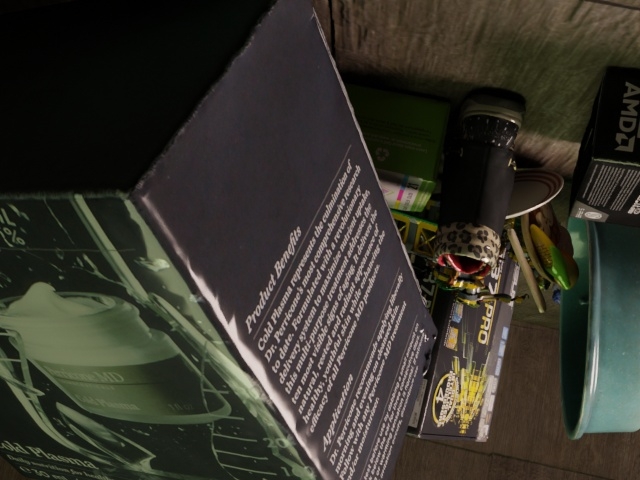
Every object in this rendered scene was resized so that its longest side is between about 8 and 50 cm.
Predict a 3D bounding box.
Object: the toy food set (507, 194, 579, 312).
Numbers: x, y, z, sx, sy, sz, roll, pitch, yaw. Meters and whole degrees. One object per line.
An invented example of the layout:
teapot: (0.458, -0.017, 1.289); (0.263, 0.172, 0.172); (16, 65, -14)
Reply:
toy food set: (0.302, -0.002, 1.013); (0.038, 0.132, 0.192); (-18, -165, 33)

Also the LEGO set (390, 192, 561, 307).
LEGO set: (0.181, 0.050, 1.111); (0.254, 0.192, 0.331); (17, -163, 28)

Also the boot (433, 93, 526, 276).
boot: (0.169, -0.048, 0.889); (0.085, 0.179, 0.236); (12, 171, 6)

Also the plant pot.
plant pot: (0.511, 0.109, 1.052); (0.334, 0.341, 0.341); (2, 169, 12)

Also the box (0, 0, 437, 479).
box: (-0.190, 0.032, 0.786); (0.479, 0.297, 0.472); (0, 134, 28)

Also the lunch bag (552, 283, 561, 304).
lunch bag: (0.603, 0.100, 1.489); (0.303, 0.115, 0.243); (11, 174, 14)

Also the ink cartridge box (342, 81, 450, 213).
ink cartridge box: (0.013, -0.117, 0.937); (0.255, 0.097, 0.189); (11, 172, 4)

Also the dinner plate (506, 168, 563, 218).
dinner plate: (0.239, -0.055, 0.992); (0.141, 0.017, 0.141); (-17, -157, 7)

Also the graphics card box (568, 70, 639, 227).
graphics card box: (0.439, -0.058, 0.742); (0.370, 0.094, 0.233); (9, 171, 15)

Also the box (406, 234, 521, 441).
box: (0.251, 0.164, 1.434); (0.097, 0.395, 0.318); (9, 170, 32)
